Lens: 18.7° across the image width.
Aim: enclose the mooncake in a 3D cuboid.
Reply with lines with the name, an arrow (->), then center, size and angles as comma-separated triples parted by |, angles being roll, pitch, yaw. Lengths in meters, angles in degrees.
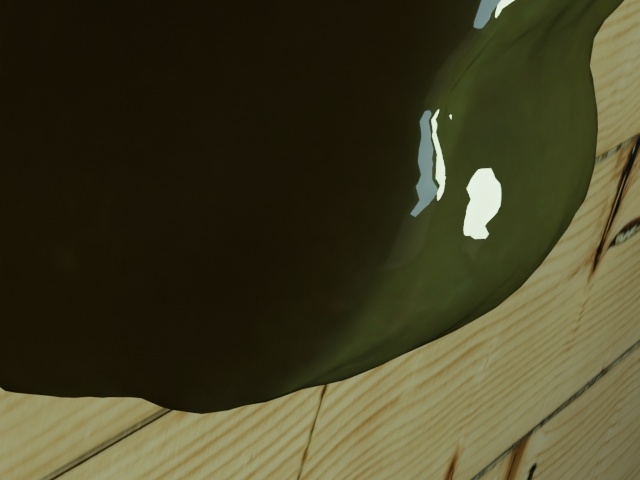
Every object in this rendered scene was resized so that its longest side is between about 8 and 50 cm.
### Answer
mooncake -> -0.063, -0.153, 0.936 | 0.262, 0.467, 0.467 | -17, 130, -55
